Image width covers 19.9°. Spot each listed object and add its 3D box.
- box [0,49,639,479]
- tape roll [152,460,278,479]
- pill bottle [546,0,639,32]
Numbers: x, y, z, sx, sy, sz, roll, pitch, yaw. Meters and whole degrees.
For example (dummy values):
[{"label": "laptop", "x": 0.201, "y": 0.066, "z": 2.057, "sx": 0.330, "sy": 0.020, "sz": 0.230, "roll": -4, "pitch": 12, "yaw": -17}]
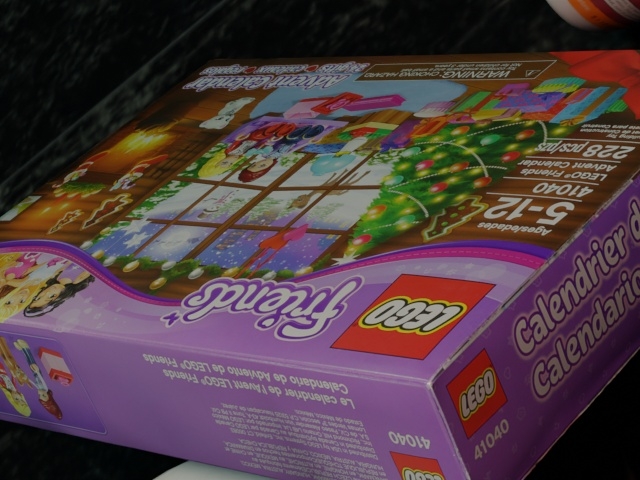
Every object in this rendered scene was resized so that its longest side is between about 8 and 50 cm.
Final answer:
[{"label": "box", "x": 0.000, "y": 0.000, "z": 0.679, "sx": 0.293, "sy": 0.057, "sz": 0.201, "roll": 4, "pitch": 36, "yaw": 45}, {"label": "tape roll", "x": -0.004, "y": 0.212, "z": 0.613, "sx": 0.286, "sy": 0.100, "sz": 0.286, "roll": -23, "pitch": 54, "yaw": 35}, {"label": "pill bottle", "x": 0.152, "y": -0.132, "z": 0.657, "sx": 0.152, "sy": 0.086, "sz": 0.086, "roll": -12, "pitch": 61, "yaw": 40}]
